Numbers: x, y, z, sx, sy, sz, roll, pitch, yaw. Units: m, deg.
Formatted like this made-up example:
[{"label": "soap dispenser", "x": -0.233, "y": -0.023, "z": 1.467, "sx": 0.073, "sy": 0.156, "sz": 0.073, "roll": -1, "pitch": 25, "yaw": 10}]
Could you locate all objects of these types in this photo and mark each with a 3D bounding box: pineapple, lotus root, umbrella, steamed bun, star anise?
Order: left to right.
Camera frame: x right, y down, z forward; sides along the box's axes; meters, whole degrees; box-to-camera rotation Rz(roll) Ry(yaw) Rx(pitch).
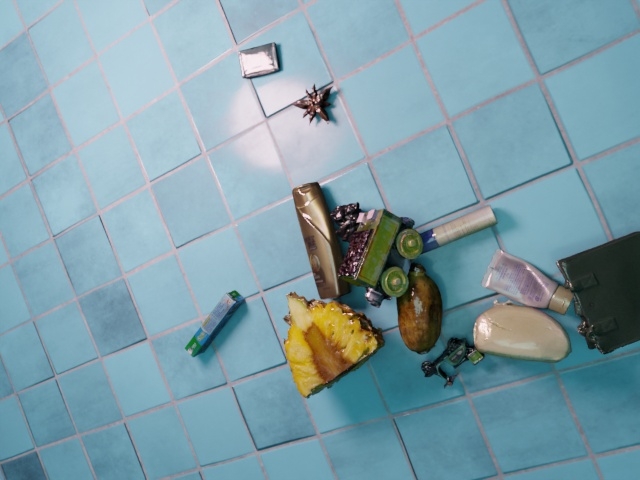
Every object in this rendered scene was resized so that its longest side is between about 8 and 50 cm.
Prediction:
[{"label": "star anise", "x": -0.029, "y": -0.406, "z": 1.472, "sx": 0.129, "sy": 0.056, "sz": 0.124, "roll": 9, "pitch": 99, "yaw": 18}, {"label": "pineapple", "x": 0.034, "y": 0.258, "z": 1.469, "sx": 0.344, "sy": 0.209, "sz": 0.286, "roll": -43, "pitch": 70, "yaw": 29}, {"label": "umbrella", "x": 0.118, "y": 0.020, "z": 1.444, "sx": 0.110, "sy": 0.122, "sz": 0.272, "roll": -13, "pitch": 97, "yaw": 64}, {"label": "lotus root", "x": 0.277, "y": 0.186, "z": 1.380, "sx": 0.128, "sy": 0.145, "sz": 0.260, "roll": -5, "pitch": 96, "yaw": 13}, {"label": "steamed bun", "x": 0.526, "y": 0.236, "z": 1.295, "sx": 0.238, "sy": 0.170, "sz": 0.152, "roll": 2, "pitch": 77, "yaw": 20}]

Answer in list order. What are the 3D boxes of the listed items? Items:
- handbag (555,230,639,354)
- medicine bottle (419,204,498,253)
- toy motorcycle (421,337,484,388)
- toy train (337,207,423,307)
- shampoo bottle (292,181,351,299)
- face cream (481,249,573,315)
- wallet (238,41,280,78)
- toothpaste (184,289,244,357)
[{"label": "handbag", "x": 0.739, "y": 0.122, "z": 1.209, "sx": 0.260, "sy": 0.079, "sz": 0.247, "roll": -22, "pitch": 89, "yaw": 2}, {"label": "medicine bottle", "x": 0.370, "y": -0.028, "z": 1.370, "sx": 0.231, "sy": 0.059, "sz": 0.059, "roll": -24, "pitch": 87, "yaw": 20}, {"label": "toy motorcycle", "x": 0.373, "y": 0.350, "z": 1.412, "sx": 0.100, "sy": 0.058, "sz": 0.173, "roll": 46, "pitch": 106, "yaw": 4}, {"label": "toy train", "x": 0.162, "y": 0.043, "z": 1.343, "sx": 0.177, "sy": 0.134, "sz": 0.261, "roll": 26, "pitch": 78, "yaw": -18}, {"label": "shampoo bottle", "x": 0.000, "y": 0.000, "z": 1.486, "sx": 0.125, "sy": 0.084, "sz": 0.350, "roll": -15, "pitch": 91, "yaw": 52}, {"label": "face cream", "x": 0.560, "y": 0.118, "z": 1.327, "sx": 0.224, "sy": 0.070, "sz": 0.114, "roll": 27, "pitch": 103, "yaw": 28}, {"label": "wallet", "x": -0.189, "y": -0.556, "z": 1.530, "sx": 0.129, "sy": 0.026, "sz": 0.088, "roll": -6, "pitch": 98, "yaw": 19}, {"label": "toothpaste", "x": -0.357, "y": 0.281, "z": 1.657, "sx": 0.050, "sy": 0.065, "sz": 0.267, "roll": 42, "pitch": 108, "yaw": 11}]
